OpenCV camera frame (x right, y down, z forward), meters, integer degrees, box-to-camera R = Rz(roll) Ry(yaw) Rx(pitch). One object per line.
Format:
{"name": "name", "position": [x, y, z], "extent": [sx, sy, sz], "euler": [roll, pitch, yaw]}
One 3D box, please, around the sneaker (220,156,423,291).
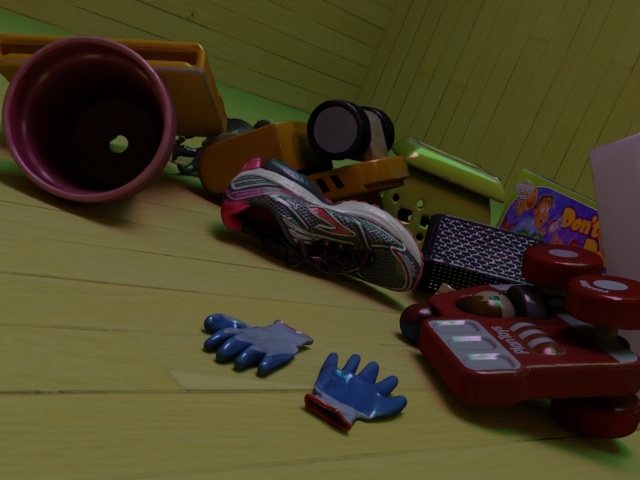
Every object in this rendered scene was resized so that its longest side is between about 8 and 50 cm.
{"name": "sneaker", "position": [0.000, 0.000, 1.184], "extent": [0.299, 0.121, 0.112], "euler": [25, 41, 4]}

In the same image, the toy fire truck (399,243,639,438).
{"name": "toy fire truck", "position": [0.235, 0.111, 1.012], "extent": [0.254, 0.169, 0.302], "euler": [1, 15, -11]}

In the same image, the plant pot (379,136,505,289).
{"name": "plant pot", "position": [0.201, -0.060, 1.552], "extent": [0.228, 0.207, 0.227], "euler": [23, 11, -6]}

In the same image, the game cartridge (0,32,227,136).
{"name": "game cartridge", "position": [-0.295, -0.223, 1.267], "extent": [0.285, 0.053, 0.324], "euler": [3, -7, -1]}

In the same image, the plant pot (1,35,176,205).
{"name": "plant pot", "position": [-0.280, -0.139, 1.083], "extent": [0.201, 0.201, 0.180], "euler": [23, -4, -1]}

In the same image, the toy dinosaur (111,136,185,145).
{"name": "toy dinosaur", "position": [-0.280, -0.204, 1.493], "extent": [0.211, 0.064, 0.112], "euler": [-22, 67, -42]}

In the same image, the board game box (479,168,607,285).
{"name": "board game box", "position": [0.436, 0.042, 1.470], "extent": [0.078, 0.233, 0.347], "euler": [16, 13, -32]}

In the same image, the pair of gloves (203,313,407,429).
{"name": "pair of gloves", "position": [-0.015, 0.116, 0.801], "extent": [0.198, 0.023, 0.159], "euler": [27, 12, 18]}

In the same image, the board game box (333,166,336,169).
{"name": "board game box", "position": [0.059, -0.152, 2.137], "extent": [0.103, 0.026, 0.154], "euler": [23, 12, 0]}

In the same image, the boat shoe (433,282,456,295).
{"name": "boat shoe", "position": [0.229, 0.098, 1.250], "extent": [0.170, 0.059, 0.063], "euler": [13, 14, -43]}

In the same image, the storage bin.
{"name": "storage bin", "position": [0.242, 0.039, 1.298], "extent": [0.180, 0.084, 0.122], "euler": [14, -26, 7]}

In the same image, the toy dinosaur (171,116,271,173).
{"name": "toy dinosaur", "position": [-0.179, -0.188, 1.576], "extent": [0.160, 0.121, 0.313], "euler": [-2, 5, 16]}

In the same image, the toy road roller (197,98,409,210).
{"name": "toy road roller", "position": [-0.016, -0.084, 1.394], "extent": [0.329, 0.241, 0.202], "euler": [-13, 0, 20]}

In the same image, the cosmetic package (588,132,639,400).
{"name": "cosmetic package", "position": [0.534, 0.051, 1.216], "extent": [0.284, 0.377, 0.097], "euler": [5, -14, -37]}
